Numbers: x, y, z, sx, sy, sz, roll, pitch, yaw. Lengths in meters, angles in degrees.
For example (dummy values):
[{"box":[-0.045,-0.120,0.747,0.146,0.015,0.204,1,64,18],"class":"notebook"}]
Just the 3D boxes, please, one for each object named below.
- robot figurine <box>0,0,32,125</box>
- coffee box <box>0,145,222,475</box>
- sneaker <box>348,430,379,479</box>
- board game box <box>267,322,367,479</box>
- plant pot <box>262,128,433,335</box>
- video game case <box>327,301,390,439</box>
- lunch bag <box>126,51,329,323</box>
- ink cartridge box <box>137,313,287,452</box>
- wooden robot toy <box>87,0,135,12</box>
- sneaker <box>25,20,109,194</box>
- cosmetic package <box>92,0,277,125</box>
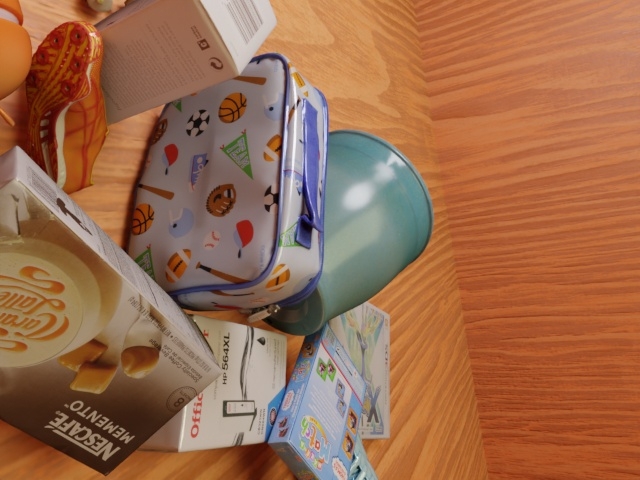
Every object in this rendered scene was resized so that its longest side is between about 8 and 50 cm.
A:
[{"box":[-0.298,-0.191,0.342,0.128,0.158,0.219,-20,103,-29],"class":"robot figurine"},{"box":[-0.216,0.068,0.396,0.141,0.098,0.246,-39,128,-11],"class":"coffee box"},{"box":[0.064,0.429,0.803,0.135,0.150,0.366,-32,113,-32],"class":"sneaker"},{"box":[0.007,0.253,0.706,0.160,0.039,0.211,60,29,-26],"class":"board game box"},{"box":[0.000,0.000,0.738,0.255,0.271,0.272,-42,121,-42],"class":"plant pot"},{"box":[0.082,0.276,1.040,0.329,0.036,0.300,35,52,-54],"class":"video game case"},{"box":[-0.099,-0.057,0.559,0.115,0.243,0.303,31,55,-56],"class":"lunch bag"},{"box":[-0.132,0.182,0.601,0.203,0.086,0.148,31,56,-58],"class":"ink cartridge box"},{"box":[-0.235,-0.281,0.582,0.173,0.076,0.079,52,4,-43],"class":"wooden robot toy"},{"box":[-0.234,-0.122,0.448,0.064,0.175,0.067,37,32,8],"class":"sneaker"},{"box":[-0.169,-0.193,0.474,0.085,0.231,0.117,60,34,-36],"class":"cosmetic package"}]
